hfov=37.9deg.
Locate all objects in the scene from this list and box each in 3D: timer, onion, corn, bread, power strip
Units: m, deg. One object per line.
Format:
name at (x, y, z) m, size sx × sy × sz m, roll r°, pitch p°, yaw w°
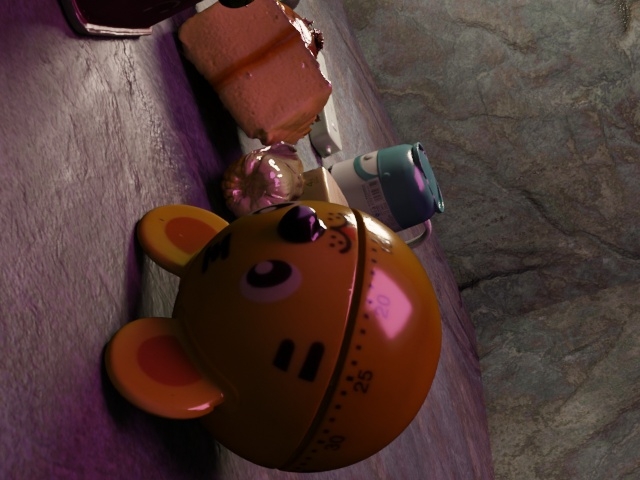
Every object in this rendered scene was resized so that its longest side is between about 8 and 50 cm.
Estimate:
timer at (-0.056, 0.102, 1.148) m, size 0.387 × 0.376 × 0.376 m, roll 20°, pitch 33°, yaw -13°
onion at (-0.071, -0.388, 1.908) m, size 0.230 × 0.163 × 0.230 m, roll 51°, pitch -29°, yaw 42°
corn at (-0.090, -0.095, 1.620) m, size 0.123 × 0.122 × 0.305 m, roll 62°, pitch 12°, yaw -3°
bread at (-0.137, -0.285, 1.698) m, size 0.263 × 0.198 × 0.236 m, roll 57°, pitch -18°, yaw 4°
power strip at (-0.005, -0.370, 2.459) m, size 0.091 × 0.062 × 0.385 m, roll 49°, pitch 25°, yaw -50°

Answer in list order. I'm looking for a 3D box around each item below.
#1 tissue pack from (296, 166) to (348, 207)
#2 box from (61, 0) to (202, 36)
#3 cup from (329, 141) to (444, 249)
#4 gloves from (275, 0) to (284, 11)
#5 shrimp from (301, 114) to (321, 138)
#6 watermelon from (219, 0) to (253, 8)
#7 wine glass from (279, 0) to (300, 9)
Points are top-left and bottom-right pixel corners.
tissue pack at (0.000, 0.000, 1.844) m, size 0.159 × 0.125 × 0.234 m, roll 54°, pitch 21°, yaw -54°
box at (-0.256, -0.405, 1.308) m, size 0.294 × 0.168 × 0.193 m, roll -50°, pitch 118°, yaw -74°
cup at (0.176, -0.097, 2.405) m, size 0.219 × 0.258 × 0.289 m, roll -74°, pitch 143°, yaw -58°
gloves at (-0.144, -0.487, 1.781) m, size 0.294 × 0.116 × 0.133 m, roll 57°, pitch -19°, yaw 20°
shrimp at (-0.054, -0.306, 2.195) m, size 0.249 × 0.068 × 0.150 m, roll 8°, pitch 76°, yaw -69°
watermelon at (-0.150, -0.451, 1.251) m, size 0.301 × 0.123 × 0.129 m, roll 67°, pitch -8°, yaw -22°
wine glass at (-0.116, -0.642, 2.326) m, size 0.202 × 0.093 × 0.092 m, roll 22°, pitch 50°, yaw -75°
